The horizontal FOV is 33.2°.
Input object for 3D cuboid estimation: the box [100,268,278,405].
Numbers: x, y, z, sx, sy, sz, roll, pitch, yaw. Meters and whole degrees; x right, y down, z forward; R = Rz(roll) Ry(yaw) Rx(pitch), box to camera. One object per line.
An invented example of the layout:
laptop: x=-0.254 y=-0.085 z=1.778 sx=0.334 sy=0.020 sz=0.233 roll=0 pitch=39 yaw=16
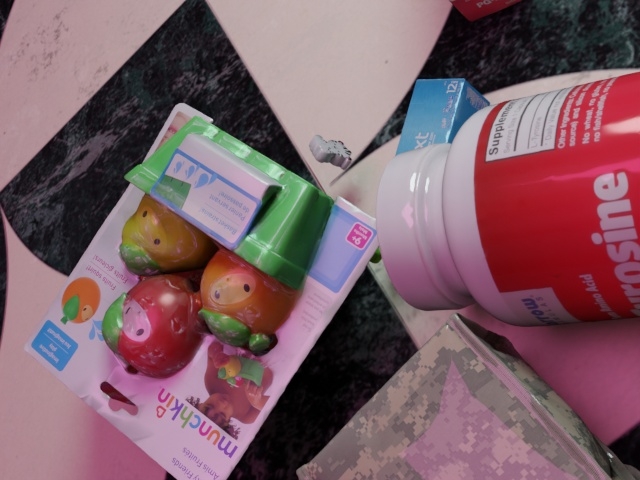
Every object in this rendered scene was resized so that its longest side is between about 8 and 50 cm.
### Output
box: x=-0.184 y=0.116 z=1.376 sx=0.257 sy=0.123 sz=0.128 roll=-18 pitch=60 yaw=30

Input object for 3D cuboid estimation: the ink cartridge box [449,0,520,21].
ink cartridge box: x=0.155 y=-0.401 z=1.273 sx=0.100 sy=0.237 sz=0.172 roll=-18 pitch=60 yaw=31

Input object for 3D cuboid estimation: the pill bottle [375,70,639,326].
pill bottle: x=0.267 y=-0.037 z=1.027 sx=0.408 sy=0.229 sz=0.229 roll=-9 pitch=65 yaw=35

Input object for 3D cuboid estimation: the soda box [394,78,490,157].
soda box: x=0.131 y=-0.082 z=1.261 sx=0.071 sy=0.067 sz=0.210 roll=6 pitch=74 yaw=40

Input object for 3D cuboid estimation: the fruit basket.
fruit basket: x=-0.147 y=0.052 z=1.194 sx=0.327 sy=0.165 sz=0.353 roll=33 pitch=84 yaw=29

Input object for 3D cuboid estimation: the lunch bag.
lunch bag: x=0.163 y=0.252 z=1.010 sx=0.235 sy=0.169 sz=0.287 roll=-47 pitch=57 yaw=10

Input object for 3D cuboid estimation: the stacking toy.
stacking toy: x=0.000 y=0.000 z=1.294 sx=0.167 sy=0.052 sz=0.221 roll=-55 pitch=39 yaw=30
